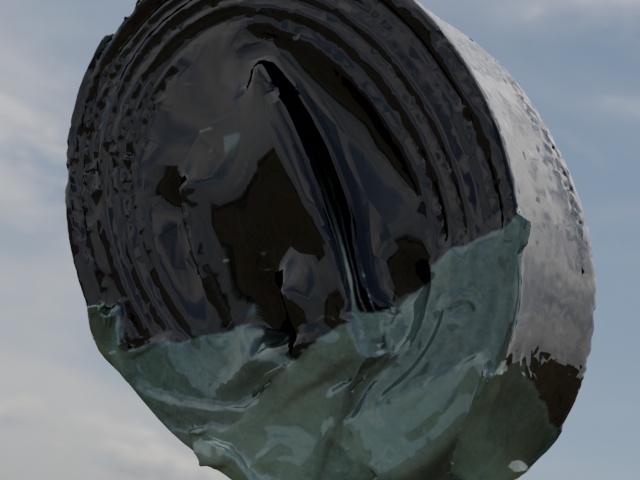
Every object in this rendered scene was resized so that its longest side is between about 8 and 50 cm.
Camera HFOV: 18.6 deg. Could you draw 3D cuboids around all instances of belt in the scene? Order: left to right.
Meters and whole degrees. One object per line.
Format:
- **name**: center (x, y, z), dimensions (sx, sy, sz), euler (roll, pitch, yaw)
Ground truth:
- **belt**: center (0.000, 0.000, 0.616), dimensions (0.151, 0.198, 0.078), euler (-39, -29, 14)
